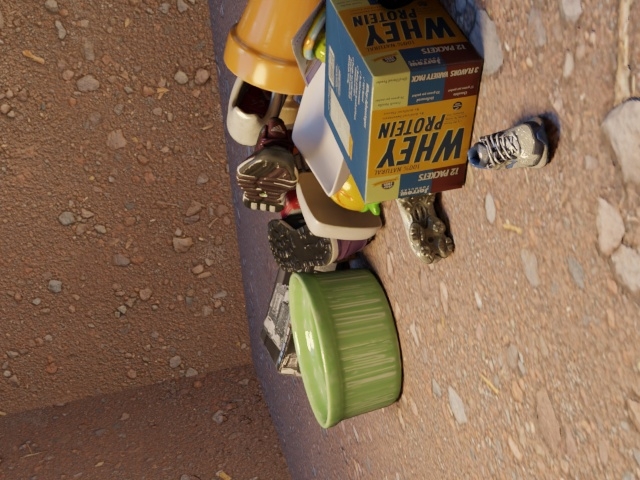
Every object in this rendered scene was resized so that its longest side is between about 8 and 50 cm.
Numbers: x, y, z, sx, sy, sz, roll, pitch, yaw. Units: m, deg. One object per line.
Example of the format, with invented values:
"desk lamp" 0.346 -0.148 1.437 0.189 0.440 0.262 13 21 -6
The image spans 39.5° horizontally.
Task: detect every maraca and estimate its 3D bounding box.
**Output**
"maraca" 0.060 -0.105 1.494 0.186 0.099 0.127 -142 32 -68

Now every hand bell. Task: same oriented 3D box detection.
"hand bell" -0.070 -0.343 1.983 0.126 0.126 0.241 -122 37 -61

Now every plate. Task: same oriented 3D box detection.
"plate" 0.038 -0.242 1.435 0.278 0.045 0.277 -120 44 -59

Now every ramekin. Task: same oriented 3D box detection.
"ramekin" 0.046 0.196 1.713 0.303 0.148 0.303 170 90 -79

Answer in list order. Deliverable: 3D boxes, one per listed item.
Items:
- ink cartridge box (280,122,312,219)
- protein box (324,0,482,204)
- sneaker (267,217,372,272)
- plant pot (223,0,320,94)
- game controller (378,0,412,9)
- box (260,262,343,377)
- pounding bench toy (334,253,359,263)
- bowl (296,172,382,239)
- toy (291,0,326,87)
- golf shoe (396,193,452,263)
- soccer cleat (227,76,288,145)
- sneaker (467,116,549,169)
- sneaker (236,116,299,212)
"ink cartridge box" -0.025 -0.142 1.799 0.127 0.128 0.176 130 128 -75
"protein box" 0.095 -0.191 1.146 0.201 0.136 0.199 -112 16 -44
"sneaker" 0.000 0.000 1.730 0.283 0.124 0.107 5 108 60
"plant pot" -0.058 -0.395 1.615 0.205 0.205 0.187 -113 33 -48
"game controller" 0.075 -0.428 1.133 0.166 0.067 0.319 -60 34 32
"box" -0.042 0.119 1.987 0.242 0.077 0.307 -135 60 -71
"pounding bench toy" 0.039 0.008 1.815 0.083 0.052 0.065 -170 70 -78
"bowl" 0.026 -0.054 1.577 0.053 0.142 0.142 -63 33 37
"toy" 0.024 -0.293 1.264 0.136 0.056 0.237 -57 -3 -2
"golf shoe" 0.135 -0.051 1.274 0.086 0.069 0.176 131 129 -83
"soccer cleat" -0.096 -0.345 1.779 0.143 0.116 0.331 102 -175 -69
"sneaker" 0.196 -0.094 0.943 0.135 0.058 0.052 154 105 -78
"sneaker" -0.091 -0.162 1.608 0.281 0.107 0.162 126 153 -74
